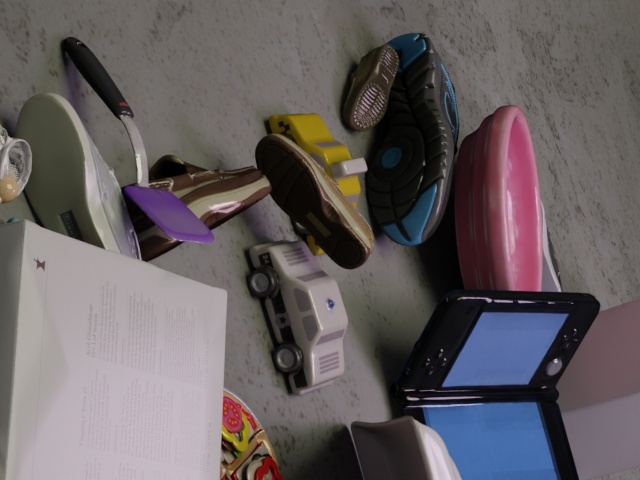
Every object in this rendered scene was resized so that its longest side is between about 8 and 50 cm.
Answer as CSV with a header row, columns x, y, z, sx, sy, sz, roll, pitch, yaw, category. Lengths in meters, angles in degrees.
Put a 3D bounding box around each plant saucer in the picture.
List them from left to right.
x,y,z,sx,sy,sz,roll,pitch,yaw,category
0.257,-0.028,2.345,0.332,0.084,0.332,-4,90,-73,plant saucer

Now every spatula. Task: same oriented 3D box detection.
x,y,z,sx,sy,sz,roll,pitch,yaw,category
-0.197,-0.105,1.686,0.084,0.030,0.296,7,46,-53,spatula

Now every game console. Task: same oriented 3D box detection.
x,y,z,sx,sy,sz,roll,pitch,yaw,category
0.257,0.212,2.120,0.293,0.250,0.173,2,35,-40,game console

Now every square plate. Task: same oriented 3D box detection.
x,y,z,sx,sy,sz,roll,pitch,yaw,category
0.131,0.361,1.817,0.344,0.049,0.347,143,-70,-78,square plate

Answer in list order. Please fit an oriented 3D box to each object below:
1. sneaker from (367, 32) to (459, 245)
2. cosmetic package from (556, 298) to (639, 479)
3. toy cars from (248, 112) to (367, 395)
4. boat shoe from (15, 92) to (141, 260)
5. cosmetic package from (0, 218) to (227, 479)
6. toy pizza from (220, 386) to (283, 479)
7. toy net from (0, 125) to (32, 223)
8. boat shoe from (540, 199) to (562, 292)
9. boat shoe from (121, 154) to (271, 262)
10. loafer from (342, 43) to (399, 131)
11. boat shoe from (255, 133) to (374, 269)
x,y,z,sx,sy,sz,roll,pitch,yaw,category
0.151,-0.129,2.269,0.139,0.125,0.340,44,41,-45,sneaker
0.520,0.199,2.421,0.156,0.385,0.217,54,32,-29,cosmetic package
0.000,0.000,1.983,0.176,0.087,0.393,43,40,-38,toy cars
-0.240,-0.042,1.639,0.081,0.079,0.227,-37,110,-68,boat shoe
-0.212,0.199,1.465,0.284,0.097,0.377,25,62,-53,cosmetic package
-0.096,0.248,1.737,0.201,0.032,0.201,35,45,-45,toy pizza
-0.283,-0.019,1.562,0.122,0.045,0.232,2,72,-49,toy net
0.332,0.014,2.535,0.076,0.080,0.228,14,57,-75,boat shoe
-0.143,-0.056,1.782,0.095,0.095,0.257,59,29,0,boat shoe
0.065,-0.208,2.252,0.056,0.050,0.148,47,53,-29,loafer
-0.005,-0.053,1.916,0.190,0.068,0.072,54,32,-12,boat shoe
